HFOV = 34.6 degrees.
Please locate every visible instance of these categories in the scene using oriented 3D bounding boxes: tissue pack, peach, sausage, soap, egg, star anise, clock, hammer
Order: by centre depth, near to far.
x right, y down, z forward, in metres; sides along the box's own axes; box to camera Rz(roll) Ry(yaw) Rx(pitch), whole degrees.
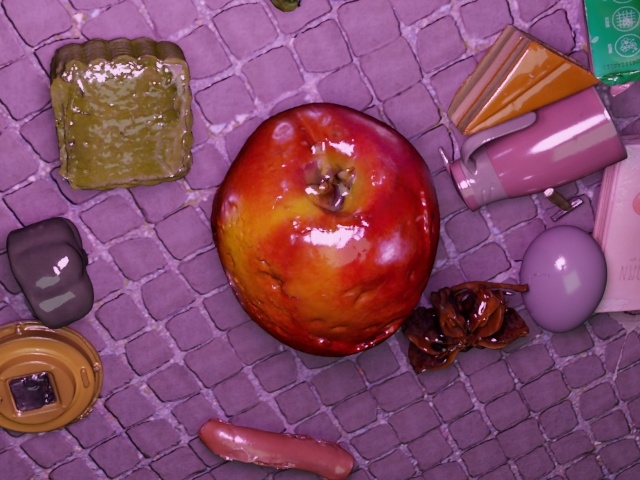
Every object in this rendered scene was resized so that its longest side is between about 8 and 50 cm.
[{"bbox_3d":[0.422,-0.381,1.493,0.098,0.218,0.273,-10,126,12],"label":"soap"},{"bbox_3d":[0.000,0.000,1.580,0.339,0.353,0.416,2,160,-6],"label":"peach"},{"bbox_3d":[0.391,-0.063,1.694,0.062,0.013,0.199,-36,162,16],"label":"hammer"},{"bbox_3d":[-0.481,0.240,1.717,0.237,0.057,0.237,-6,120,-10],"label":"clock"},{"bbox_3d":[0.416,0.068,1.766,0.146,0.146,0.198,-3,114,-11],"label":"egg"},{"bbox_3d":[0.564,-0.028,1.787,0.170,0.071,0.325,-4,117,-13],"label":"tissue pack"},{"bbox_3d":[0.245,0.145,1.788,0.220,0.125,0.190,-10,132,-5],"label":"star anise"},{"bbox_3d":[-0.075,0.383,1.876,0.304,0.078,0.078,16,114,-20],"label":"sausage"}]

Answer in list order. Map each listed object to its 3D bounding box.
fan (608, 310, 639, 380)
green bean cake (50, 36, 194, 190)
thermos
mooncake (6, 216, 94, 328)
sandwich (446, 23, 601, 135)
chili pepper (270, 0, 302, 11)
[{"bbox_3d":[0.584,0.139,1.923,0.182,0.010,0.310,-2,118,-12],"label":"fan"},{"bbox_3d":[-0.286,-0.182,1.492,0.200,0.113,0.214,-6,119,-9],"label":"green bean cake"},{"bbox_3d":[0.331,-0.146,1.634,0.265,0.146,0.176,-25,144,11],"label":"thermos"},{"bbox_3d":[-0.403,0.047,1.561,0.104,0.175,0.168,-20,159,-9],"label":"mooncake"},{"bbox_3d":[0.312,-0.224,1.599,0.144,0.117,0.187,29,108,-22],"label":"sandwich"},{"bbox_3d":[-0.065,-0.423,1.382,0.174,0.165,0.261,-20,120,-14],"label":"chili pepper"}]
